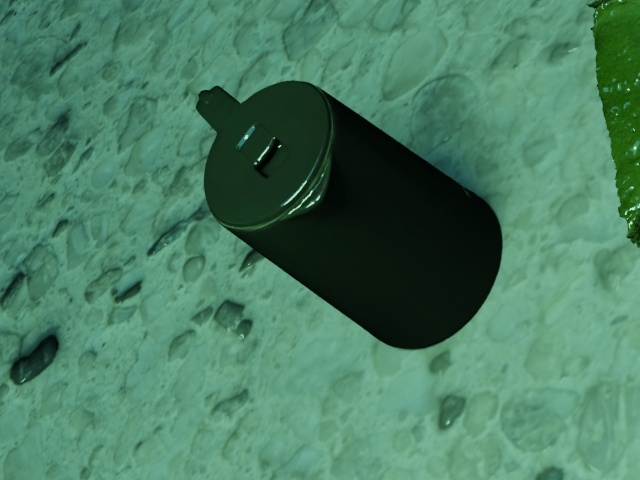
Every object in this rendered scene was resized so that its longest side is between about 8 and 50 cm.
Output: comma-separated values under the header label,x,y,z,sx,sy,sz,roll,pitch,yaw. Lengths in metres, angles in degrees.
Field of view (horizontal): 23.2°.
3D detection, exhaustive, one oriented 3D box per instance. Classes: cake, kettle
label,x,y,z,sx,sy,sz,roll,pitch,yaw
cake,0.377,-0.116,1.523,0.172,0.158,0.284,-23,51,35
kettle,0.029,-0.054,1.731,0.203,0.308,0.262,-31,47,25
